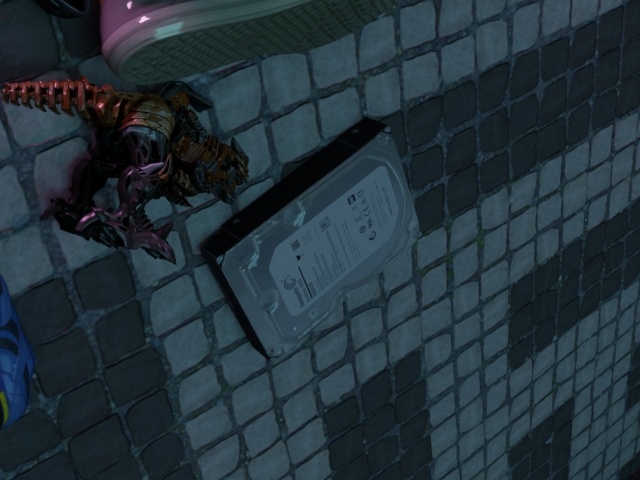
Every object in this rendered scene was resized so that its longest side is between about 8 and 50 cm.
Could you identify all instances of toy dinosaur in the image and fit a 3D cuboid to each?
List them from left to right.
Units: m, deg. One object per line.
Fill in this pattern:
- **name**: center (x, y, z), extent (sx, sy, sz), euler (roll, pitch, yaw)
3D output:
- **toy dinosaur**: center (-0.224, -0.100, 0.941), extent (0.322, 0.164, 0.218), euler (21, 82, -27)

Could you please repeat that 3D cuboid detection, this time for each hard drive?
- **hard drive**: center (0.000, 0.000, 1.216), extent (0.339, 0.064, 0.236), euler (-38, 132, -19)

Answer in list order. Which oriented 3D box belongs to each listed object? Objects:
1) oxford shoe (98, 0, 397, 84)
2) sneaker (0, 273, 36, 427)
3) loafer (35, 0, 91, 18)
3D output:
- **oxford shoe**: center (-0.065, -0.300, 0.953), extent (0.450, 0.169, 0.130), euler (-21, 80, -34)
- **sneaker**: center (-0.385, 0.122, 0.952), extent (0.082, 0.069, 0.209), euler (-40, 133, -65)
- **loafer**: center (-0.291, -0.320, 0.778), extent (0.076, 0.078, 0.223), euler (-41, 133, -18)
